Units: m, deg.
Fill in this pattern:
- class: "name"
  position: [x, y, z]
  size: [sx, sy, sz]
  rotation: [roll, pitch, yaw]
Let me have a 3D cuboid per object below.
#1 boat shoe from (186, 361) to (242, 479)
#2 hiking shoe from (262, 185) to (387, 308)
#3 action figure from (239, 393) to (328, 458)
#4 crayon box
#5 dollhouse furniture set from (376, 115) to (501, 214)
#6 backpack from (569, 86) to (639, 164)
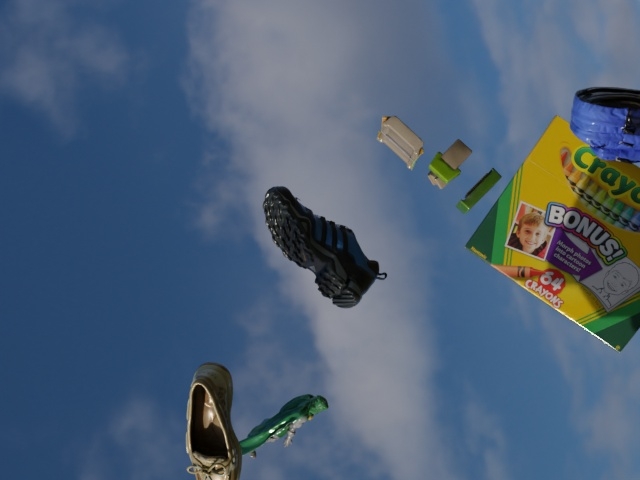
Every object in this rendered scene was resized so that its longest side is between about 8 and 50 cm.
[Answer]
- class: "boat shoe"
  position: [-0.215, 0.379, 1.747]
  size: [0.089, 0.105, 0.285]
  rotation: [-48, -45, -70]
- class: "hiking shoe"
  position: [0.000, 0.000, 1.932]
  size: [0.304, 0.113, 0.132]
  rotation: [52, -127, -3]
- class: "action figure"
  position: [-0.067, 0.374, 1.870]
  size: [0.063, 0.232, 0.137]
  rotation: [47, -144, -8]
- class: "crayon box"
  position: [0.522, -0.017, 1.779]
  size: [0.313, 0.363, 0.106]
  rotation: [-58, -9, 16]
- class: "dollhouse furniture set"
  position: [0.142, -0.105, 1.102]
  size: [0.058, 0.152, 0.076]
  rotation: [-46, -7, -9]
- class: "backpack"
  position: [0.417, -0.166, 1.301]
  size: [0.098, 0.120, 0.101]
  rotation: [-88, 6, -71]
